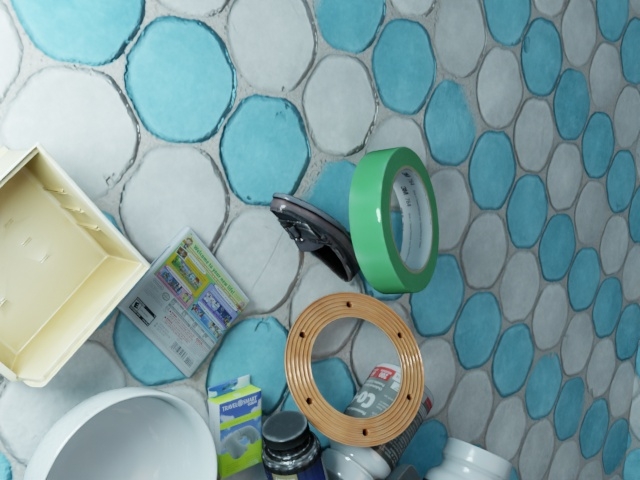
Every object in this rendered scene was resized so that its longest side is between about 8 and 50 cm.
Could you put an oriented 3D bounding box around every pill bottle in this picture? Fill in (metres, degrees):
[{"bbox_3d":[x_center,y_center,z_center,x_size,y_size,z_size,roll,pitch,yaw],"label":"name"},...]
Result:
[{"bbox_3d":[0.322,0.683,1.800,0.210,0.210,0.363,37,71,-41],"label":"pill bottle"},{"bbox_3d":[0.120,0.432,1.670,0.283,0.161,0.161,-51,128,-26],"label":"pill bottle"},{"bbox_3d":[-0.051,0.459,1.497,0.123,0.123,0.219,-32,122,-36],"label":"pill bottle"}]

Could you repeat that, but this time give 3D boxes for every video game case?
[{"bbox_3d":[-0.246,0.114,1.361,0.193,0.023,0.212,-52,127,-25],"label":"video game case"}]

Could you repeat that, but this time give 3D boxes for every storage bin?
[{"bbox_3d":[-0.442,0.039,1.089,0.260,0.123,0.262,-53,129,-25],"label":"storage bin"}]

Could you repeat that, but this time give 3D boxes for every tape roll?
[{"bbox_3d":[0.169,-0.043,1.629,0.321,0.077,0.321,16,71,-58],"label":"tape roll"}]

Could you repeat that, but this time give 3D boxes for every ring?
[{"bbox_3d":[0.074,0.273,1.589,0.336,0.032,0.336,10,65,-22],"label":"ring"}]

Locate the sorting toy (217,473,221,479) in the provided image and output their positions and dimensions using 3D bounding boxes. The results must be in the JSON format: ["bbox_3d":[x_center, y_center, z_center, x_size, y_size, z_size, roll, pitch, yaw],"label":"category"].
[{"bbox_3d":[-0.224,0.461,1.427,0.062,0.012,0.083,13,87,-5],"label":"sorting toy"}]

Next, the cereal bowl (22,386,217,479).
[{"bbox_3d":[-0.344,0.401,1.231,0.339,0.141,0.339,-9,104,-42],"label":"cereal bowl"}]

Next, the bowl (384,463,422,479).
[{"bbox_3d":[0.193,0.639,1.850,0.142,0.053,0.142,-45,125,-30],"label":"bowl"}]

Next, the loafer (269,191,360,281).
[{"bbox_3d":[0.000,0.000,1.526,0.302,0.109,0.095,32,79,-45],"label":"loafer"}]

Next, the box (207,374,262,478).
[{"bbox_3d":[-0.168,0.367,1.465,0.109,0.042,0.178,-11,105,-43],"label":"box"}]
